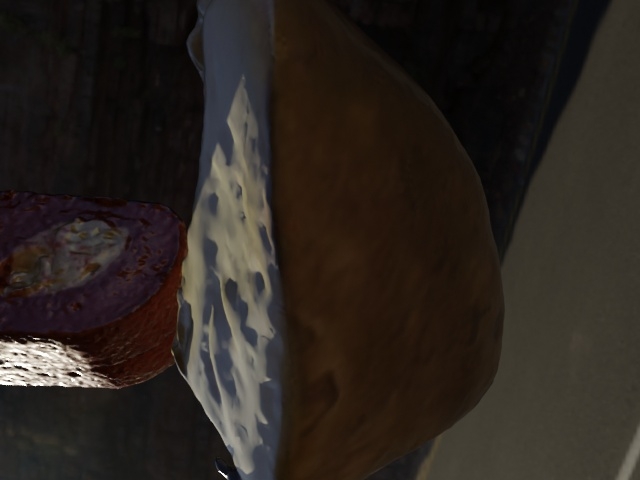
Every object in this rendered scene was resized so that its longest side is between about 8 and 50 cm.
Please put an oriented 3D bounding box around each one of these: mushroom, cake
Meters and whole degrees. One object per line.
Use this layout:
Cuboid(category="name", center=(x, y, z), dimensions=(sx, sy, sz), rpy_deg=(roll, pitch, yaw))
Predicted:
Cuboid(category="mushroom", center=(0.036, -0.025, 0.699), dimensions=(0.224, 0.314, 0.397), rpy_deg=(41, 139, 47))
Cuboid(category="cake", center=(-0.263, 0.055, 0.901), dimensions=(0.151, 0.283, 0.177), rpy_deg=(86, -168, -58))
